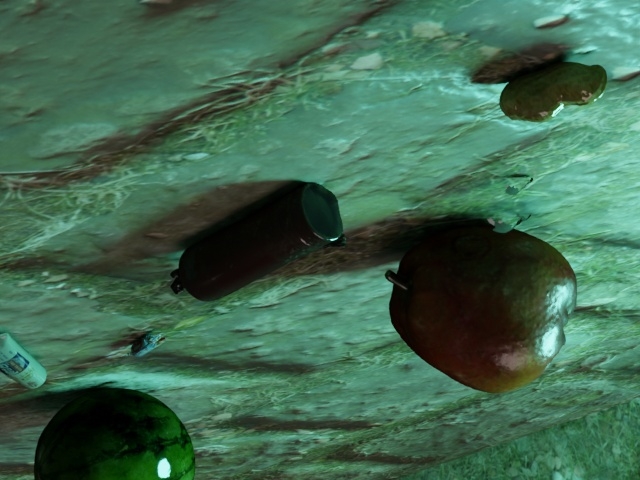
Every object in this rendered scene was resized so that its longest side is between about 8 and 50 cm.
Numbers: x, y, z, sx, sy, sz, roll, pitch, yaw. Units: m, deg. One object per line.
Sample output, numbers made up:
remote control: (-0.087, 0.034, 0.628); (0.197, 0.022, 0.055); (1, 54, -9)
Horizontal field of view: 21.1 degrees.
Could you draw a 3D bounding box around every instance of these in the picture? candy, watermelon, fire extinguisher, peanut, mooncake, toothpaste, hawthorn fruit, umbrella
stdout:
candy: (-0.240, 0.144, 2.363); (0.030, 0.020, 0.083); (-2, 161, -31)
watermelon: (-0.310, 0.341, 2.585); (0.242, 0.242, 0.242); (-12, 164, -4)
fire extinguisher: (-0.085, 0.010, 1.961); (0.268, 0.072, 0.089); (-27, -165, 39)
peanut: (0.230, -0.147, 1.699); (0.113, 0.053, 0.054); (-16, 164, 24)
mooncake: (0.363, -0.096, 1.997); (0.347, 0.057, 0.150); (-30, 145, 29)
toothpaste: (-0.405, 0.158, 2.258); (0.060, 0.038, 0.233); (-18, 161, 3)
hawthorn fruit: (0.194, 0.075, 2.184); (0.261, 0.224, 0.224); (16, 155, -15)
umbrella: (0.000, 0.002, 2.084); (0.083, 0.020, 0.031); (-14, -157, 3)
